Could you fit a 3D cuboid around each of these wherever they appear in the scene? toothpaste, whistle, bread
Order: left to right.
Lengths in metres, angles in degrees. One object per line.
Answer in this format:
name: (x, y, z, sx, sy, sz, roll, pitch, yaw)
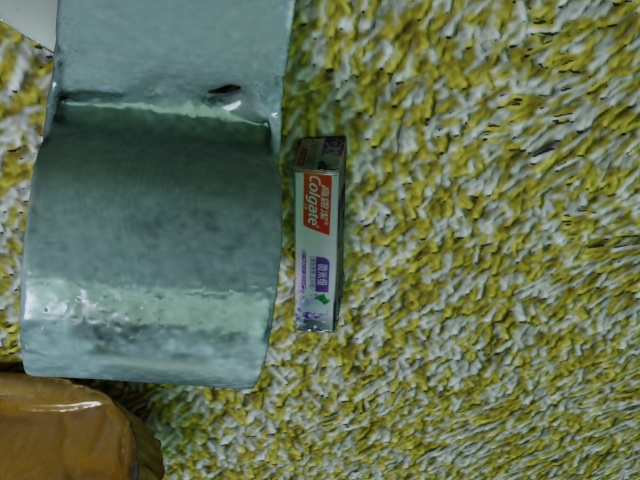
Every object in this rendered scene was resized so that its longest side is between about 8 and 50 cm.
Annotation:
bread: (-0.298, 0.244, 0.891, 0.288, 0.204, 0.156, -4, 152, 0)
whistle: (-0.109, -0.054, 0.642, 0.168, 0.188, 0.405, 6, 115, -10)
toothpaste: (0.000, 0.000, 0.784, 0.040, 0.047, 0.196, 7, 135, 6)

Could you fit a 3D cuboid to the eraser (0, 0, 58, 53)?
eraser: (-0.192, -0.187, 0.587, 0.150, 0.023, 0.104, 31, 125, -33)
